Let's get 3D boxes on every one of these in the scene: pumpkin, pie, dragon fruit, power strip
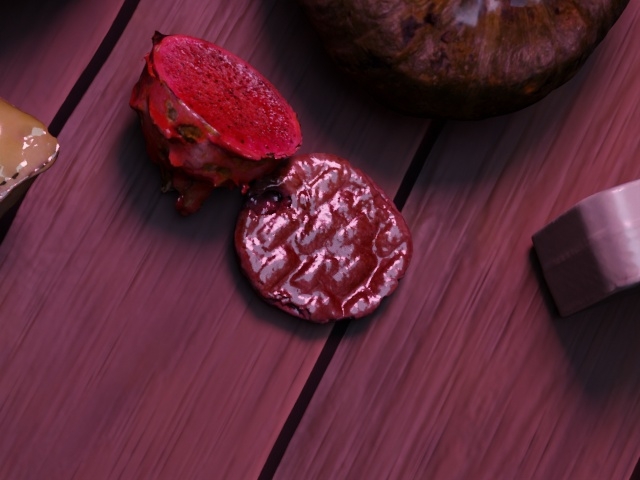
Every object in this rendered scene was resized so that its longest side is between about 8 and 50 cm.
[{"bbox_3d":[0.101,-0.220,1.442,0.325,0.242,0.232,15,105,-13],"label":"pumpkin"},{"bbox_3d":[0.000,0.000,1.441,0.153,0.038,0.153,2,80,-14],"label":"pie"},{"bbox_3d":[-0.106,-0.087,1.410,0.153,0.153,0.111,40,114,-2],"label":"dragon fruit"},{"bbox_3d":[0.325,-0.006,1.394,0.229,0.261,0.141,-18,81,-15],"label":"power strip"}]

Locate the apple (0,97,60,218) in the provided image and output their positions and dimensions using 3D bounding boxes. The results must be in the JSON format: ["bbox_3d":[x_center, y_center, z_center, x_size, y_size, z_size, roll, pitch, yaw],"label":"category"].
[{"bbox_3d":[-0.358,-0.044,1.332,0.265,0.120,0.193,-38,76,-19],"label":"apple"}]
